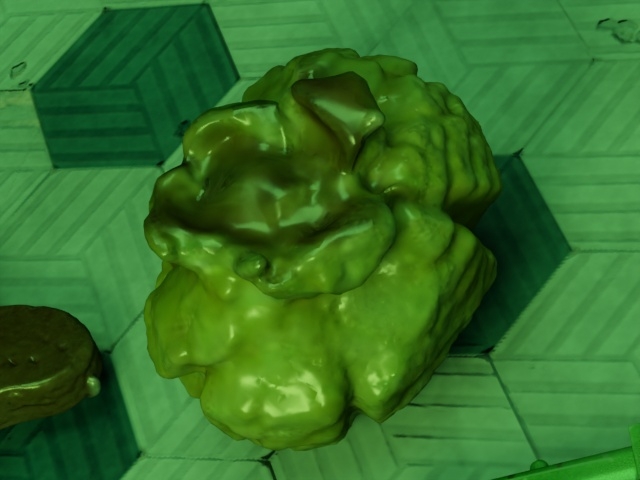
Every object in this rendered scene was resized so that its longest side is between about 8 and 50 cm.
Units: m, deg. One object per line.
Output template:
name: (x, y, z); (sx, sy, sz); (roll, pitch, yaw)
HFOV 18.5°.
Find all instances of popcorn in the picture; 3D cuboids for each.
popcorn: (0.000, 0.000, 1.294); (0.224, 0.270, 0.258); (26, 31, 9)

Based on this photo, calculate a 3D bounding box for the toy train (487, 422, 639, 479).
toy train: (0.148, 0.176, 1.192); (0.251, 0.085, 0.119); (-14, 43, 10)

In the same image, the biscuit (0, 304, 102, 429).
biscuit: (-0.379, 0.164, 1.390); (0.283, 0.064, 0.432); (24, 51, 37)
